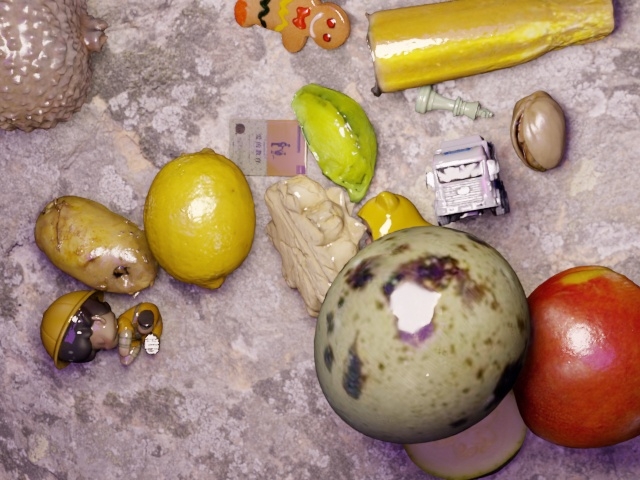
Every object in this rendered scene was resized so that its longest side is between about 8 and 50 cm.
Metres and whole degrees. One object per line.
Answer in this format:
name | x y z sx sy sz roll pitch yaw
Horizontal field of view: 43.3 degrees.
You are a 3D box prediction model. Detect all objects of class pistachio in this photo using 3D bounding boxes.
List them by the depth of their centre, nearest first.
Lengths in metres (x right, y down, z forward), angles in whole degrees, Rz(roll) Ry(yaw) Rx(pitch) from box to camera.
pistachio | 0.408 -0.201 1.505 0.113 0.113 0.149 -9 108 16

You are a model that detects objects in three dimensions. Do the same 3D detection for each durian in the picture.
durian | 0.039 -0.206 1.605 0.250 0.101 0.139 54 134 4

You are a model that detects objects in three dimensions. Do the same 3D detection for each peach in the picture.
peach | 0.477 0.215 1.429 0.307 0.308 0.332 33 108 10

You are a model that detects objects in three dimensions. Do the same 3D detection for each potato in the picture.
potato | -0.485 0.012 1.741 0.300 0.140 0.173 30 60 12

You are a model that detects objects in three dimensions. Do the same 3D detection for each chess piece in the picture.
chess piece | 0.260 -0.260 1.564 0.149 0.059 0.059 15 99 6

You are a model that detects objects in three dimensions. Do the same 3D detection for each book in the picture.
book | -0.110 -0.194 1.688 0.172 0.012 0.118 2 97 15

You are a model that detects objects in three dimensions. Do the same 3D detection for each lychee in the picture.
lychee | -0.644 -0.404 1.633 0.432 0.380 0.381 -4 94 0

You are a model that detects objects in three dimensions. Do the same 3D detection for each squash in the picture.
squash | 0.280 0.359 1.577 0.252 0.049 0.252 -1 112 -2

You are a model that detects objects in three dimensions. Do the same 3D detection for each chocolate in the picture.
chocolate | 0.309 -0.371 1.492 0.445 0.162 0.162 -6 94 11

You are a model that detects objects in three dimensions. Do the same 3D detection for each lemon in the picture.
lemon | -0.243 -0.045 1.629 0.235 0.236 0.263 5 76 15

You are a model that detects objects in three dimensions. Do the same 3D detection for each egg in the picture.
egg | 0.162 0.170 1.370 0.345 0.345 0.428 35 130 10

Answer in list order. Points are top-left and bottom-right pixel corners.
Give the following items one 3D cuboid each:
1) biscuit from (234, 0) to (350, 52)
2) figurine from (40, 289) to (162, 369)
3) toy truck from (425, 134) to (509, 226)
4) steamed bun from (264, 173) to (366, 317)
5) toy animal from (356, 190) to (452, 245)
biscuit | -0.056 -0.456 1.606 0.250 0.036 0.165 28 127 12
figurine | -0.473 0.187 1.750 0.256 0.192 0.167 -3 56 -8
toy truck | 0.267 -0.113 1.462 0.124 0.268 0.155 -10 91 15
steamed bun | 0.000 0.000 1.575 0.137 0.292 0.296 -25 108 -24
toy animal | 0.177 -0.001 1.558 0.230 0.156 0.156 45 105 3
